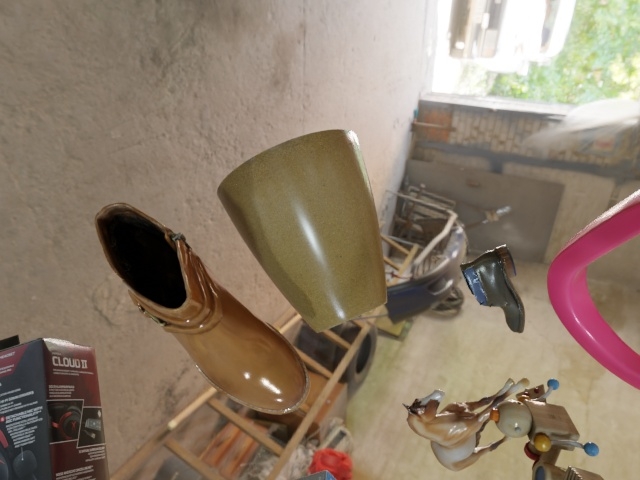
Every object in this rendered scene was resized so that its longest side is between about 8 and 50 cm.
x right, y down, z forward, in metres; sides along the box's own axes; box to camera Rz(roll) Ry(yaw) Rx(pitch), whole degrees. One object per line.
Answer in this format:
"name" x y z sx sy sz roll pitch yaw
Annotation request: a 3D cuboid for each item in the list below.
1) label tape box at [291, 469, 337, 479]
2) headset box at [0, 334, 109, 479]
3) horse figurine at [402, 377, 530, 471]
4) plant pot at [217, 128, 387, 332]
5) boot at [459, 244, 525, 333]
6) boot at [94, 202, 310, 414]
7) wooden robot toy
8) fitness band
"label tape box" -0.071 0.640 1.004 0.249 0.347 0.115 55 20 -23
"headset box" -0.366 0.255 0.531 0.110 0.217 0.294 68 4 -70
"horse figurine" 0.221 0.283 0.719 0.174 0.066 0.263 -26 138 -9
"plant pot" 0.000 0.000 0.734 0.237 0.237 0.255 -7 71 -64
"boot" 0.383 0.122 1.061 0.082 0.106 0.219 -90 161 -71
"boot" -0.119 0.082 0.525 0.109 0.283 0.220 -40 170 -17
"wooden robot toy" 0.202 0.192 0.464 0.173 0.078 0.076 -74 179 -70
"fitness band" 0.333 0.054 0.432 0.054 0.209 0.291 -35 164 -19
